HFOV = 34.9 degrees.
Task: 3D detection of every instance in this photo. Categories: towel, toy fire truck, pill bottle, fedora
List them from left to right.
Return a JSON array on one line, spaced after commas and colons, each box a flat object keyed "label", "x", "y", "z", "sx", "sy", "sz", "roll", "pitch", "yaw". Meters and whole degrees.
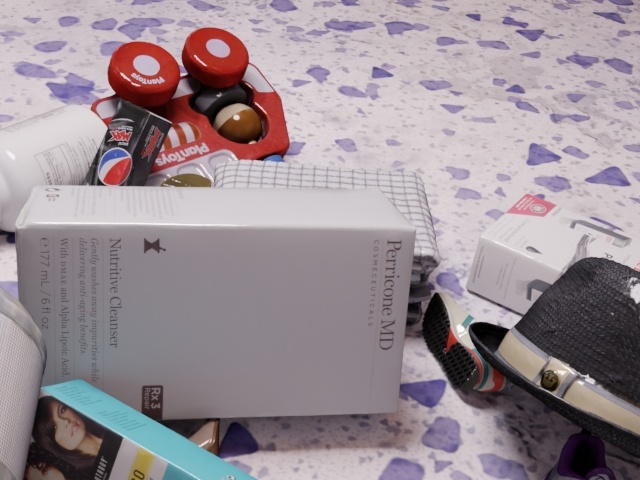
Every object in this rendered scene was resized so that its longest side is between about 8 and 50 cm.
[{"label": "pill bottle", "x": -0.387, "y": -0.084, "z": 1.323, "sx": 0.131, "sy": 0.131, "sz": 0.229, "roll": 27, "pitch": 38, "yaw": 27}, {"label": "toy fire truck", "x": -0.176, "y": -0.155, "z": 1.481, "sx": 0.302, "sy": 0.169, "sz": 0.254, "roll": -21, "pitch": 67, "yaw": -36}, {"label": "towel", "x": 0.000, "y": 0.000, "z": 1.293, "sx": 0.284, "sy": 0.121, "sz": 0.235, "roll": 3, "pitch": 32, "yaw": -5}, {"label": "fedora", "x": 0.322, "y": 0.113, "z": 1.046, "sx": 0.334, "sy": 0.152, "sz": 0.334, "roll": 25, "pitch": 7, "yaw": -3}]

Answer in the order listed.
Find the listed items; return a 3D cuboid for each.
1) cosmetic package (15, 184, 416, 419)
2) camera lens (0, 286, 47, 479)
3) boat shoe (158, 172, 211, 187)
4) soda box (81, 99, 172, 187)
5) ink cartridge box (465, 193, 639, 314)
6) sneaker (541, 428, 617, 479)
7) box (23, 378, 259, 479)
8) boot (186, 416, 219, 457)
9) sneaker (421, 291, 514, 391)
[{"label": "cosmetic package", "x": -0.108, "y": 0.061, "z": 1.062, "sx": 0.385, "sy": 0.217, "sz": 0.156, "roll": -1, "pitch": 18, "yaw": -9}, {"label": "camera lens", "x": -0.349, "y": 0.166, "z": 0.824, "sx": 0.219, "sy": 0.219, "sz": 0.274, "roll": 4, "pitch": 48, "yaw": -6}, {"label": "boat shoe", "x": -0.191, "y": -0.038, "z": 1.320, "sx": 0.056, "sy": 0.048, "sz": 0.153, "roll": 19, "pitch": 36, "yaw": 10}, {"label": "soda box", "x": -0.261, "y": -0.093, "z": 1.327, "sx": 0.053, "sy": 0.169, "sz": 0.060, "roll": 26, "pitch": 3, "yaw": 24}, {"label": "ink cartridge box", "x": 0.325, "y": 0.040, "z": 1.320, "sx": 0.218, "sy": 0.092, "sz": 0.158, "roll": 26, "pitch": 37, "yaw": 23}, {"label": "sneaker", "x": 0.246, "y": 0.270, "z": 0.942, "sx": 0.083, "sy": 0.098, "sz": 0.223, "roll": 6, "pitch": 33, "yaw": -3}, {"label": "box", "x": -0.159, "y": 0.223, "z": 0.915, "sx": 0.244, "sy": 0.100, "sz": 0.060, "roll": 23, "pitch": 10, "yaw": 23}, {"label": "boot", "x": -0.145, "y": 0.213, "z": 1.004, "sx": 0.087, "sy": 0.042, "sz": 0.118, "roll": -1, "pitch": 26, "yaw": 0}, {"label": "sneaker", "x": 0.177, "y": 0.123, "z": 1.206, "sx": 0.075, "sy": 0.057, "sz": 0.161, "roll": 13, "pitch": 28, "yaw": -25}]
